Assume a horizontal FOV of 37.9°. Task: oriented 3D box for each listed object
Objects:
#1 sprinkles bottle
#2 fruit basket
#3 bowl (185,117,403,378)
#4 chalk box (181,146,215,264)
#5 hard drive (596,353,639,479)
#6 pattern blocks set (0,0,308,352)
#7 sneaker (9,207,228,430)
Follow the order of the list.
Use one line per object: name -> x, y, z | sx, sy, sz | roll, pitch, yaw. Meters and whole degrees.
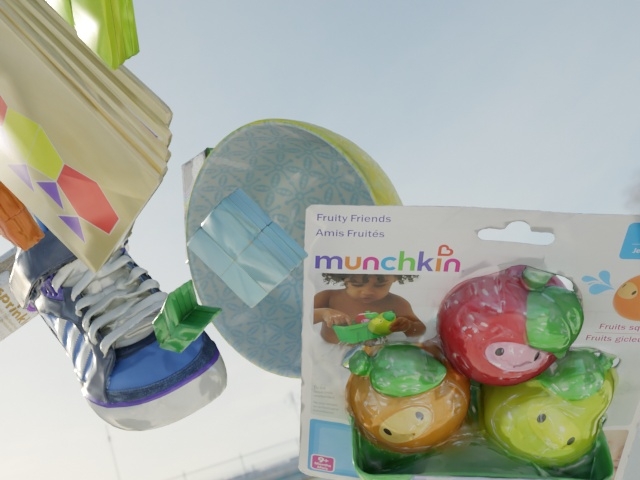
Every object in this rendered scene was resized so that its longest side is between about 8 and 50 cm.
sprinkles bottle -> -0.495, 0.070, 1.551 | 0.355, 0.121, 0.121 | -37, -16, -12
fruit basket -> 0.144, 0.118, 0.821 | 0.327, 0.165, 0.353 | 2, -45, -1
bowl -> 0.000, 0.000, 1.079 | 0.289, 0.289, 0.156 | -34, -12, 36
chalk box -> -0.134, -0.028, 1.466 | 0.132, 0.213, 0.132 | -1, -8, -27
hard drive -> 0.499, 0.216, 1.388 | 0.353, 0.233, 0.047 | -33, -12, -7
pattern blocks set -> -0.155, -0.076, 0.474 | 0.026, 0.325, 0.285 | -46, 12, -33
sneaker -> -0.228, 0.042, 0.942 | 0.130, 0.236, 0.323 | -30, 22, -23
